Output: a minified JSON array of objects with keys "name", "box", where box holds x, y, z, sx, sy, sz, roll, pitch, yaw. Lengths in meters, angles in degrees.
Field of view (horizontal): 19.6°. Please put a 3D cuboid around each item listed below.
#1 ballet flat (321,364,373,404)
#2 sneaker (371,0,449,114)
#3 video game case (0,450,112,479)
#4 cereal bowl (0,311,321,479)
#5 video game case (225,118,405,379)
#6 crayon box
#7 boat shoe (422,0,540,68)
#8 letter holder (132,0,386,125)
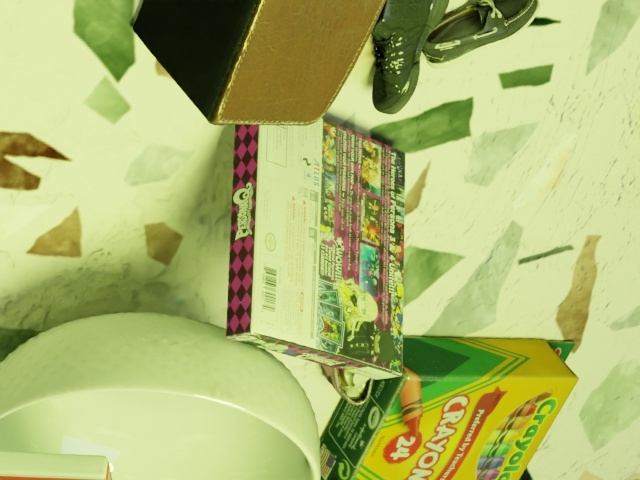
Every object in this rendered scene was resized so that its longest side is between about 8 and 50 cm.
[{"name":"ballet flat","box":[0.035,0.088,1.944,0.077,0.079,0.221,-21,136,-18]},{"name":"sneaker","box":[0.063,-0.200,1.727,0.089,0.051,0.170,5,119,-38]},{"name":"video game case","box":[-0.295,0.283,1.809,0.204,0.025,0.285,2,146,2]},{"name":"cereal bowl","box":[-0.164,0.170,1.779,0.339,0.141,0.339,3,145,2]},{"name":"video game case","box":[0.000,0.000,1.751,0.042,0.232,0.210,-14,158,41]},{"name":"crayon box","box":[0.162,0.211,2.146,0.318,0.081,0.202,2,125,-38]},{"name":"boat shoe","box":[0.154,-0.211,1.785,0.125,0.046,0.038,-26,143,-1]},{"name":"letter holder","box":[0.008,-0.260,1.556,0.214,0.152,0.302,0,127,-38]}]
